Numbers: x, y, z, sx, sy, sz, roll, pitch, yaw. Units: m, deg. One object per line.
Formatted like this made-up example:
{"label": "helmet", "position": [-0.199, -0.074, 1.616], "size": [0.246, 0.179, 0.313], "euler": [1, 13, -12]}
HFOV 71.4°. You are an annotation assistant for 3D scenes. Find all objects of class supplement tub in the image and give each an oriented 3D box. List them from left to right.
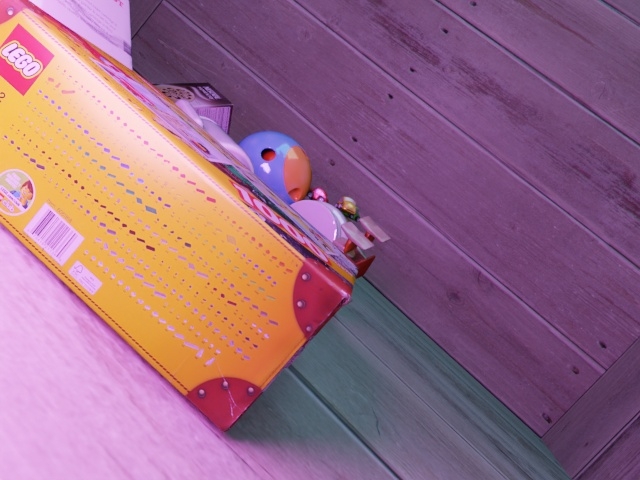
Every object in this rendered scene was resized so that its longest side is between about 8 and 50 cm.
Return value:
{"label": "supplement tub", "position": [0.000, 0.000, 1.508], "size": [0.241, 0.241, 0.331], "euler": [43, 5, 19]}

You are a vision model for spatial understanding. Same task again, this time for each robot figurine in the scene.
{"label": "robot figurine", "position": [-0.292, -0.185, 1.089], "size": [0.353, 0.199, 0.300], "euler": [46, -33, 44]}

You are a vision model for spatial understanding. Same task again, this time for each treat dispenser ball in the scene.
{"label": "treat dispenser ball", "position": [-0.172, -0.221, 1.499], "size": [0.288, 0.288, 0.288], "euler": [41, 5, -4]}

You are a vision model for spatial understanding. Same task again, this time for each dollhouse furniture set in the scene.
{"label": "dollhouse furniture set", "position": [0.052, 0.097, 1.160], "size": [0.259, 0.262, 0.135], "euler": [-19, 55, -45]}

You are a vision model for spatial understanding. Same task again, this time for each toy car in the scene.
{"label": "toy car", "position": [0.078, -0.125, 1.607], "size": [0.239, 0.053, 0.225], "euler": [25, 0, 38]}

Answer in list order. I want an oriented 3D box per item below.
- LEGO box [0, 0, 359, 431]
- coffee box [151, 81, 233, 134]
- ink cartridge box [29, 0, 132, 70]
{"label": "LEGO box", "position": [-0.196, -0.044, 0.621], "size": [0.500, 0.193, 0.372], "euler": [42, 5, 3]}
{"label": "coffee box", "position": [-0.435, -0.383, 1.330], "size": [0.297, 0.119, 0.168], "euler": [-18, 48, -39]}
{"label": "ink cartridge box", "position": [-0.469, -0.362, 0.811], "size": [0.223, 0.128, 0.308], "euler": [28, 52, -67]}
